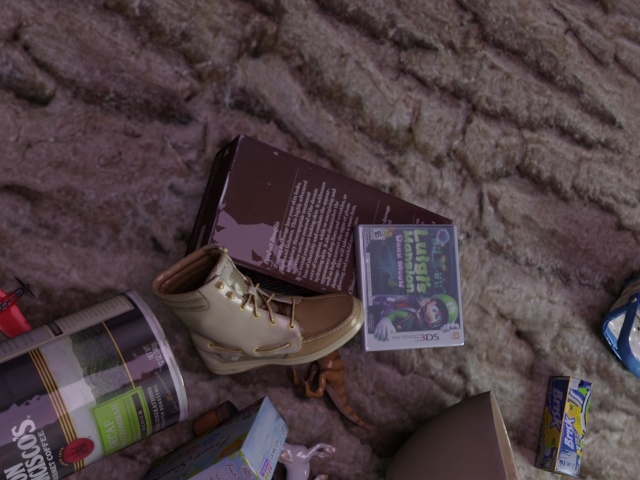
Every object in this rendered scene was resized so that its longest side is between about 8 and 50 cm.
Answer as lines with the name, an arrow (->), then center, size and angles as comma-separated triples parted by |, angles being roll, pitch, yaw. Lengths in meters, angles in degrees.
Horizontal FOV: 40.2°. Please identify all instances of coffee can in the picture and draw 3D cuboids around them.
coffee can -> -0.342, 0.206, 1.156 | 0.275, 0.201, 0.202 | -23, 91, -25

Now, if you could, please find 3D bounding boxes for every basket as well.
basket -> 0.637, 0.196, 1.566 | 0.255, 0.201, 0.289 | 47, 36, -10

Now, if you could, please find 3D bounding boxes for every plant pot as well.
plant pot -> 0.210, 0.395, 1.358 | 0.190, 0.284, 0.284 | -16, 88, 12

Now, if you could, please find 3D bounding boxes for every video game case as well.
video game case -> 0.137, 0.070, 1.336 | 0.173, 0.022, 0.191 | 0, 83, -23

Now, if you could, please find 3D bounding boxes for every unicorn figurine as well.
unicorn figurine -> -0.032, 0.344, 1.347 | 0.111, 0.060, 0.162 | -2, 82, -24

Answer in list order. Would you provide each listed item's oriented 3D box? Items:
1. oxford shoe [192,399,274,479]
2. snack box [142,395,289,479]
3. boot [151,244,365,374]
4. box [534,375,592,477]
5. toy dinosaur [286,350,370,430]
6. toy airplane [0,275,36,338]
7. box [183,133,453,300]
oxford shoe -> -0.122, 0.347, 1.315 | 0.076, 0.076, 0.212 | -27, 96, 5
snack box -> -0.155, 0.317, 1.189 | 0.207, 0.174, 0.070 | -33, 97, 14
boot -> -0.086, 0.086, 1.241 | 0.095, 0.261, 0.203 | -88, 158, -45
box -> 0.432, 0.328, 1.551 | 0.054, 0.059, 0.169 | 20, 75, -21
toy dinosaur -> 0.016, 0.220, 1.386 | 0.112, 0.064, 0.212 | -15, 89, -26
toy airplane -> -0.466, 0.108, 1.213 | 0.151, 0.028, 0.151 | 4, 81, -24
box -> 0.000, 0.000, 1.374 | 0.381, 0.143, 0.191 | 22, 75, -21
